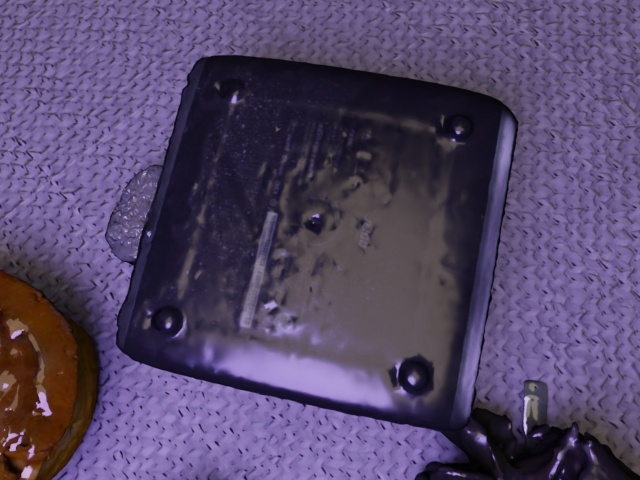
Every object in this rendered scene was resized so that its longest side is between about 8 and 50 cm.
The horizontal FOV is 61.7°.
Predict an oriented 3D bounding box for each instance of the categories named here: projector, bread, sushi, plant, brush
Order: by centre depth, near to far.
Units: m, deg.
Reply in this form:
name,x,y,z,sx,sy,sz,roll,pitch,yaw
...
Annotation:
name,x,y,z,sx,sy,sz,roll,pitch,yaw
plant,0.253,0.298,0.608,0.276,0.199,0.188,30,83,18
projector,0.000,0.000,0.680,0.406,0.242,0.394,11,80,6
bread,-0.459,0.194,0.686,0.359,0.204,0.336,24,83,11
brush,0.286,0.279,0.714,0.033,0.030,0.178,3,78,14
sushi,-0.250,-0.034,0.784,0.091,0.078,0.150,14,80,12
